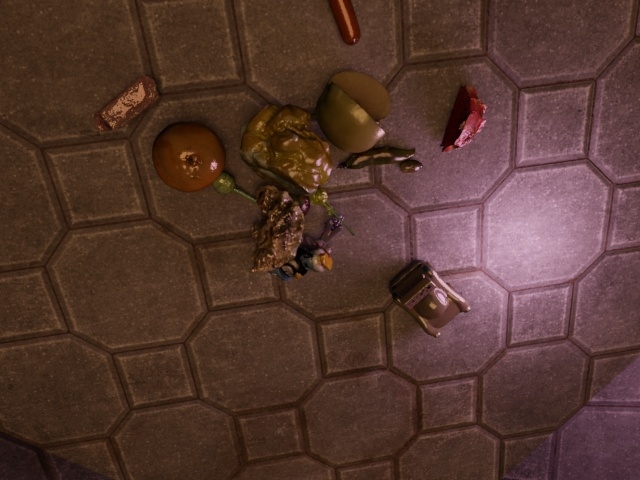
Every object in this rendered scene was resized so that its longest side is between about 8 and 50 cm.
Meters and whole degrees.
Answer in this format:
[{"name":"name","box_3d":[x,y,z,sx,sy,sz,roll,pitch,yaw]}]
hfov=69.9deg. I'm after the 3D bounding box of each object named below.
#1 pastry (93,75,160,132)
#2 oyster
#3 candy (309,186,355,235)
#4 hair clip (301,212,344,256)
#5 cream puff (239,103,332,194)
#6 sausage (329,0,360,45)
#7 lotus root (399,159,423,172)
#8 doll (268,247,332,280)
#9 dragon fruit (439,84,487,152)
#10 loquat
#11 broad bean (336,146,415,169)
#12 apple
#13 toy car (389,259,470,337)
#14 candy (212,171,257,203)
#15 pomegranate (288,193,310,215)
[{"name":"pastry","box_3d":[-0.700,-0.490,1.668,0.265,0.112,0.102,-35,101,-5]},{"name":"oyster","box_3d":[-0.192,-0.032,1.808,0.238,0.115,0.351,23,94,24]},{"name":"candy","box_3d":[0.050,-0.118,1.881,0.077,0.073,0.262,-42,87,-3]},{"name":"hair clip","box_3d":[0.001,0.002,1.954,0.137,0.090,0.278,32,104,-8]},{"name":"cream puff","box_3d":[-0.111,-0.344,1.681,0.378,0.378,0.275,31,82,-17]},{"name":"sausage","box_3d":[0.090,-0.806,1.652,0.076,0.076,0.197,-24,114,3]},{"name":"lotus root","box_3d":[0.377,-0.309,1.895,0.099,0.054,0.049,-7,133,-3]},{"name":"doll","box_3d":[-0.112,0.096,1.915,0.314,0.141,0.177,-4,154,24]},{"name":"dragon fruit","box_3d":[0.586,-0.460,1.802,0.126,0.161,0.274,13,108,-9]},{"name":"loquat","box_3d":[-0.484,-0.308,1.692,0.263,0.263,0.263,-2,112,-6]},{"name":"broad bean","box_3d":[0.225,-0.339,1.860,0.339,0.061,0.077,-10,120,-2]},{"name":"apple","box_3d":[0.109,-0.461,1.687,0.258,0.295,0.233,28,135,-16]},{"name":"toy car","box_3d":[0.498,0.274,2.048,0.242,0.226,0.336,-44,109,10]},{"name":"candy","box_3d":[-0.292,-0.177,1.863,0.336,0.092,0.093,30,100,-26]},{"name":"pomegranate","box_3d":[-0.104,-0.152,1.871,0.130,0.130,0.130,-2,112,-6]}]
